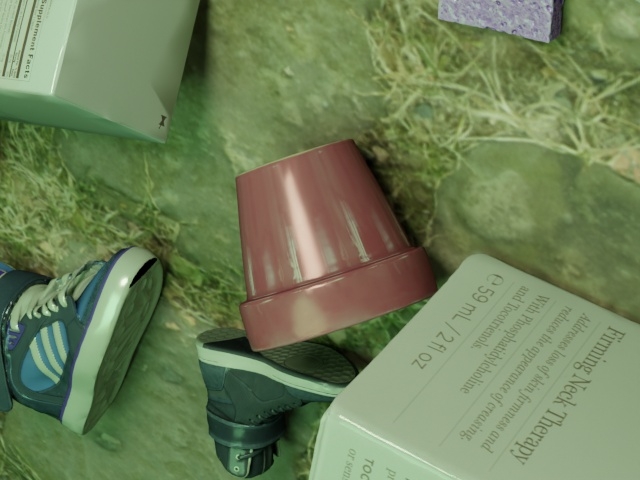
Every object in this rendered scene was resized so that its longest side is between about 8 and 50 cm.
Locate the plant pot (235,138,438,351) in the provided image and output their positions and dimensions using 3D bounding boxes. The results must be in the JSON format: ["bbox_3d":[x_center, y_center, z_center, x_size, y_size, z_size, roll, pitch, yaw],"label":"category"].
[{"bbox_3d":[0.000,0.000,1.750,0.201,0.201,0.180,-17,90,40],"label":"plant pot"}]

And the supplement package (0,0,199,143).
[{"bbox_3d":[-0.293,-0.229,1.752,0.263,0.199,0.198,10,84,30],"label":"supplement package"}]

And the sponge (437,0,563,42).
[{"bbox_3d":[0.169,-0.288,1.557,0.117,0.031,0.210,18,125,25],"label":"sponge"}]

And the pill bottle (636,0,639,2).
[{"bbox_3d":[0.297,-0.262,1.432,0.108,0.108,0.193,-9,110,38],"label":"pill bottle"}]

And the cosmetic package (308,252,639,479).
[{"bbox_3d":[0.221,0.281,1.653,0.394,0.329,0.327,25,128,18],"label":"cosmetic package"}]

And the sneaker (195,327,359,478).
[{"bbox_3d":[-0.043,0.197,1.943,0.226,0.086,0.163,11,111,41],"label":"sneaker"}]

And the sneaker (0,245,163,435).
[{"bbox_3d":[-0.335,0.077,2.053,0.236,0.130,0.322,33,136,9],"label":"sneaker"}]
